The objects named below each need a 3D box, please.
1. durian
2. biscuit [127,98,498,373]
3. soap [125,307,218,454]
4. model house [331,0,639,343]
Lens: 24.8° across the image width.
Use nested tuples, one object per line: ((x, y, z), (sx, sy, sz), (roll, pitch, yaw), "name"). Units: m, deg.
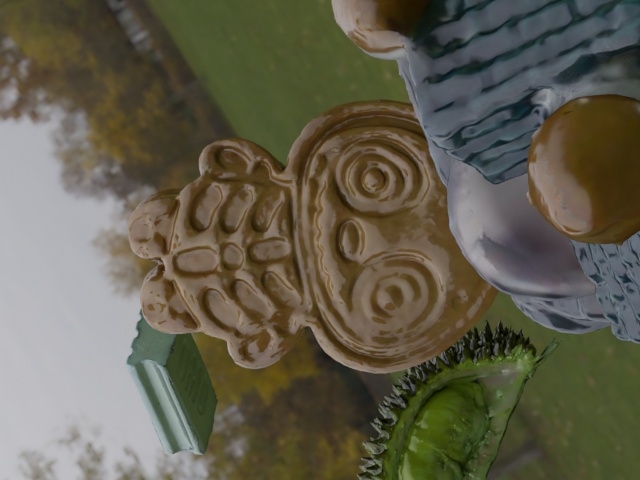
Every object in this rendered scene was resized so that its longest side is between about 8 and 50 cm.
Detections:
((0.139, 0.243, 1.708), (0.169, 0.352, 0.158), (24, 156, 6), "durian")
((0.000, 0.000, 1.080), (0.044, 0.288, 0.202), (-58, -36, -86), "biscuit")
((-0.198, 0.190, 1.974), (0.198, 0.063, 0.115), (74, -161, -44), "soap")
((0.108, -0.051, 0.687), (0.271, 0.190, 0.301), (66, -156, -9), "model house")
